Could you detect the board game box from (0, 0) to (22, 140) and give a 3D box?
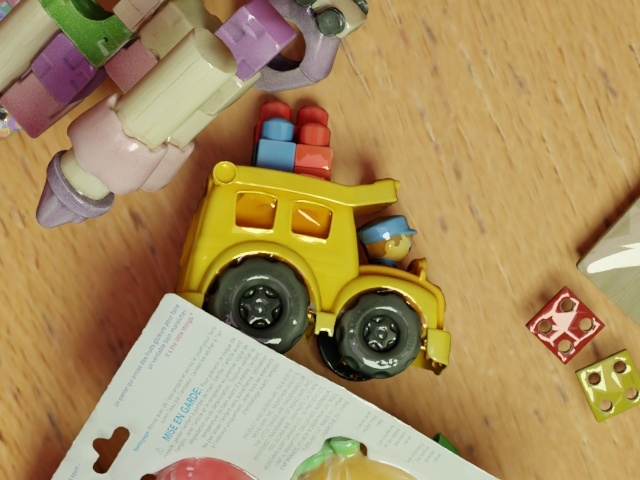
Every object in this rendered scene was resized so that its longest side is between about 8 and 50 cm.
[{"bbox_3d":[-0.284,-0.157,1.571,0.168,0.033,0.133,22,97,-6],"label":"board game box"}]

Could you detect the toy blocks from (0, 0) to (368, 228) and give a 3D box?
[{"bbox_3d":[-0.181,-0.161,1.491,0.260,0.309,0.288,-42,88,26],"label":"toy blocks"}]

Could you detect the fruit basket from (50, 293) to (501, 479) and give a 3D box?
[{"bbox_3d":[-0.026,0.222,1.545,0.353,0.165,0.327,32,127,-1],"label":"fruit basket"}]

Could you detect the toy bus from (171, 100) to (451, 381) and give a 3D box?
[{"bbox_3d":[0.000,0.000,1.566,0.220,0.149,0.211,10,82,-6],"label":"toy bus"}]

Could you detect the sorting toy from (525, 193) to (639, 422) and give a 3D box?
[{"bbox_3d":[0.289,0.020,1.617,0.132,0.046,0.274,41,94,-8],"label":"sorting toy"}]
